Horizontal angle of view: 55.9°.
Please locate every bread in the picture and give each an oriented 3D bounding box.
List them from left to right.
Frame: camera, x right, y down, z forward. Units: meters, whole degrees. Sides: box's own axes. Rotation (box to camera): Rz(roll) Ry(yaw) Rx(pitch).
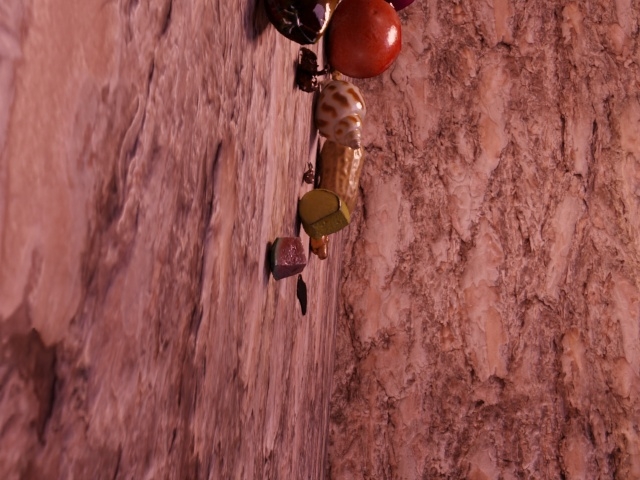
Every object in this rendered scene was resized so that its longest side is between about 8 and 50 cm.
[{"bbox_3d":[0.004,-0.074,1.558,0.111,0.129,0.114,57,-2,19],"label":"bread"}]

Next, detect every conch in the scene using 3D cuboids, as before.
[{"bbox_3d":[0.059,-0.368,1.761,0.183,0.148,0.275,78,14,-55],"label":"conch"}]

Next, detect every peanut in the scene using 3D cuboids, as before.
[{"bbox_3d":[0.053,-0.191,1.908,0.153,0.140,0.325,14,-85,53],"label":"peanut"}]

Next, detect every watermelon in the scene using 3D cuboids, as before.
[{"bbox_3d":[-0.066,0.030,1.161,0.092,0.072,0.085,-53,129,-72],"label":"watermelon"}]

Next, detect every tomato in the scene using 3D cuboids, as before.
[{"bbox_3d":[0.142,-0.650,1.938,0.265,0.264,0.265,4,90,-84],"label":"tomato"}]

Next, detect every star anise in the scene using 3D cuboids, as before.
[{"bbox_3d":[-0.016,-0.378,1.351,0.191,0.070,0.098,-107,-152,-70],"label":"star anise"}]

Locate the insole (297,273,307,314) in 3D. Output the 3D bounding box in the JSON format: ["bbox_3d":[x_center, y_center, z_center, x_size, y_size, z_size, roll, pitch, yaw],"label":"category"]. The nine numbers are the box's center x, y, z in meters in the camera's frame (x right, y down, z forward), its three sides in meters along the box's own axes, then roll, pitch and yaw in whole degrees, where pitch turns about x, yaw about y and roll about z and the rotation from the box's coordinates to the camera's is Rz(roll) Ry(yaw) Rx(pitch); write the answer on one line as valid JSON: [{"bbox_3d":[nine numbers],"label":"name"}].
[{"bbox_3d":[-0.050,0.153,1.713,0.253,0.005,0.086,81,13,-68],"label":"insole"}]

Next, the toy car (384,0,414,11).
[{"bbox_3d":[0.218,-0.935,2.006,0.240,0.271,0.341,45,53,-45],"label":"toy car"}]

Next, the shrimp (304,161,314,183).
[{"bbox_3d":[-0.029,-0.172,1.602,0.092,0.029,0.038,-86,175,-47],"label":"shrimp"}]

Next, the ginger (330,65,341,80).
[{"bbox_3d":[0.062,-0.645,2.118,0.176,0.052,0.193,-71,163,-51],"label":"ginger"}]

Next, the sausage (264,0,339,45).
[{"bbox_3d":[-0.030,-0.403,1.014,0.317,0.117,0.125,-76,154,-52],"label":"sausage"}]

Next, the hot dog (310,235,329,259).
[{"bbox_3d":[0.000,-0.002,1.851,0.140,0.060,0.090,-73,162,-52],"label":"hot dog"}]
